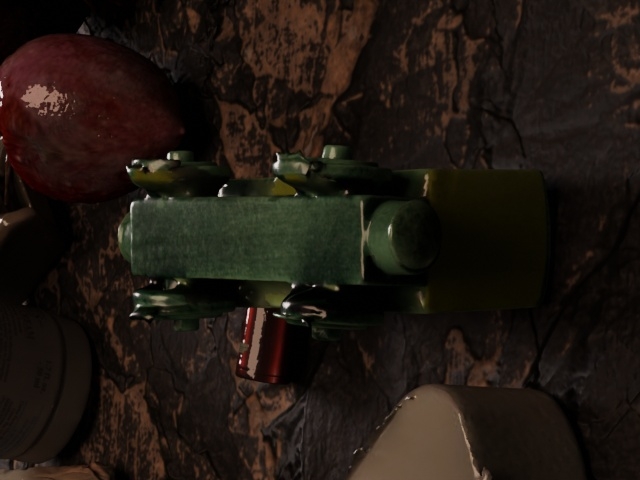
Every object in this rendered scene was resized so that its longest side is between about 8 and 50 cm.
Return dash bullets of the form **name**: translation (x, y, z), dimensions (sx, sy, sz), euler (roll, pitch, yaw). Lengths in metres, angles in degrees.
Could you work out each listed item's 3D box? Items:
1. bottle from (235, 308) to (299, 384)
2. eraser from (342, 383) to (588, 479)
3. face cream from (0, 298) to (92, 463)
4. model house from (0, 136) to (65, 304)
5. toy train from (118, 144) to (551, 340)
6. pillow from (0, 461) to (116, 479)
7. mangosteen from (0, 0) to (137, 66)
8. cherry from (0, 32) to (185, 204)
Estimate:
- **bottle**: translation (-0.042, 0.056, 1.779), dimensions (0.060, 0.060, 0.164), euler (11, 93, 51)
- **eraser**: translation (0.093, 0.310, 1.507), dimensions (0.331, 0.150, 0.331), euler (-9, 78, 47)
- **face cream**: translation (-0.369, 0.155, 2.065), dimensions (0.177, 0.153, 0.177), euler (-24, 56, 43)
- **model house**: translation (-0.387, -0.022, 2.159), dimensions (0.229, 0.122, 0.188), euler (-49, 48, 38)
- **toy train**: translation (0.000, 0.000, 1.580), dimensions (0.397, 0.253, 0.160), euler (0, 91, 50)
- **pillow**: translation (-0.305, 0.337, 2.048), dimensions (0.270, 0.067, 0.173), euler (-12, 69, 49)
- **mangosteen**: translation (-0.369, -0.328, 2.052), dimensions (0.293, 0.297, 0.297), euler (-24, 67, 47)
- **cherry**: translation (-0.245, -0.129, 1.962), dimensions (0.249, 0.175, 0.192), euler (7, 114, 34)
